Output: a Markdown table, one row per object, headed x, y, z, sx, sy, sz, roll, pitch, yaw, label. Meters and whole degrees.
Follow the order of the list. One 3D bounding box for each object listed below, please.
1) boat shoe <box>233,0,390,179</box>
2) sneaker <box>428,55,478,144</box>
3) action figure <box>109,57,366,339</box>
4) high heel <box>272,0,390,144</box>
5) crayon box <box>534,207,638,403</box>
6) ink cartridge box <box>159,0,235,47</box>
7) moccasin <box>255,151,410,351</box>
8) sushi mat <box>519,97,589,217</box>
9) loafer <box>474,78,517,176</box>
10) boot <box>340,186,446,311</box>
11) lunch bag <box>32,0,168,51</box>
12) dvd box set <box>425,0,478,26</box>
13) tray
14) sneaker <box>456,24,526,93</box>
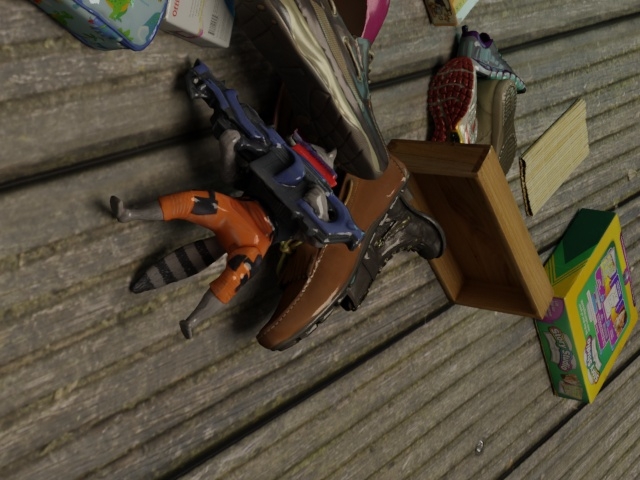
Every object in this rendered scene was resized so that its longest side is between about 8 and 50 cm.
| x | y | z | sx | sy | sz | roll | pitch | yaw | label |
| --- | --- | --- | --- | --- | --- | --- | --- | --- | --- |
| 0.021 | -0.238 | 1.390 | 0.130 | 0.132 | 0.355 | -46 | 128 | -20 | boat shoe |
| 0.252 | -0.233 | 1.873 | 0.092 | 0.088 | 0.225 | -17 | 118 | -58 | sneaker |
| -0.123 | -0.064 | 1.359 | 0.330 | 0.341 | 0.178 | -29 | 164 | -29 | action figure |
| 0.010 | -0.314 | 1.489 | 0.181 | 0.127 | 0.378 | -20 | 117 | -60 | high heel |
| 0.648 | 0.161 | 2.434 | 0.313 | 0.106 | 0.363 | -49 | 132 | -32 | crayon box |
| -0.172 | -0.316 | 1.326 | 0.122 | 0.052 | 0.089 | 14 | 86 | -53 | ink cartridge box |
| 0.001 | -0.001 | 1.540 | 0.147 | 0.139 | 0.380 | 34 | 72 | -10 | moccasin |
| 0.542 | -0.193 | 2.291 | 0.316 | 0.019 | 0.152 | -42 | 129 | -39 | sushi mat |
| 0.329 | -0.209 | 1.963 | 0.102 | 0.092 | 0.269 | -45 | 146 | -39 | loafer |
| 0.099 | 0.026 | 1.736 | 0.263 | 0.091 | 0.229 | 47 | 67 | -41 | boot |
| -0.268 | -0.341 | 1.172 | 0.219 | 0.090 | 0.176 | 37 | 66 | -50 | lunch bag |
| 0.231 | -0.639 | 1.760 | 0.308 | 0.062 | 0.420 | -52 | 134 | -31 | dvd box set |
| 0.277 | -0.017 | 1.840 | 0.076 | 0.202 | 0.411 | -58 | 137 | -28 | tray |
| 0.342 | -0.350 | 1.952 | 0.223 | 0.083 | 0.098 | 11 | 84 | -52 | sneaker |
